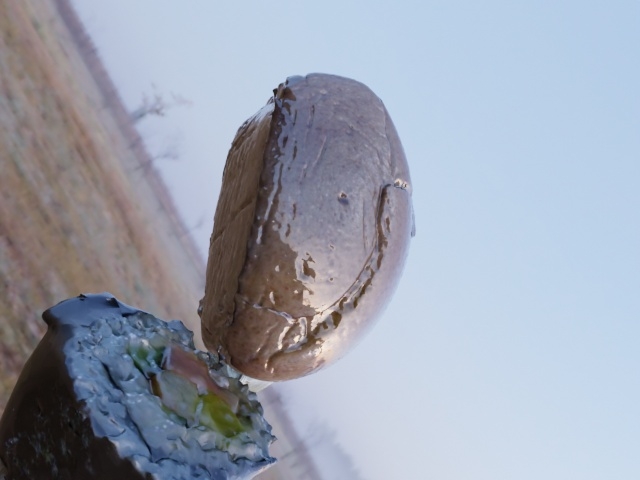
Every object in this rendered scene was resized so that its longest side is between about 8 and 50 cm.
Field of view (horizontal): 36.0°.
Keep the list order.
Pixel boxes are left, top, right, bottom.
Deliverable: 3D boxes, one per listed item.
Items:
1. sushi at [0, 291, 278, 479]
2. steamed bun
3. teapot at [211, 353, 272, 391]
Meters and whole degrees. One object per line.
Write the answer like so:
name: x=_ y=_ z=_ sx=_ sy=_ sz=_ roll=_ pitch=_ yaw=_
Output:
sushi: x=-0.176 y=0.193 z=0.840 sx=0.238 sy=0.218 sz=0.225 roll=9 pitch=33 yaw=-41
steamed bun: x=0.000 y=0.000 z=0.991 sx=0.251 sy=0.199 sz=0.301 roll=157 pitch=-55 yaw=-71
teapot: x=-0.132 y=0.187 z=1.557 sx=0.200 sy=0.077 sz=0.107 roll=42 pitch=27 yaw=-78
